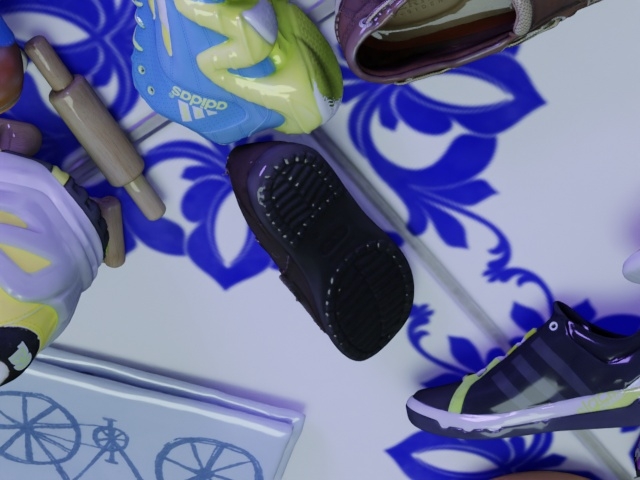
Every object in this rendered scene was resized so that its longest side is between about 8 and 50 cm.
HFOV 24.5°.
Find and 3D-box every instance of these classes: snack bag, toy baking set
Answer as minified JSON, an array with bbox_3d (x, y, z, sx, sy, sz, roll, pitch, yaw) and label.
[{"bbox_3d":[-0.203,0.233,1.278,0.323,0.037,0.343,14,126,-4],"label":"snack bag"},{"bbox_3d":[-0.236,-0.064,1.061,0.196,0.030,0.256,-17,123,18],"label":"toy baking set"}]

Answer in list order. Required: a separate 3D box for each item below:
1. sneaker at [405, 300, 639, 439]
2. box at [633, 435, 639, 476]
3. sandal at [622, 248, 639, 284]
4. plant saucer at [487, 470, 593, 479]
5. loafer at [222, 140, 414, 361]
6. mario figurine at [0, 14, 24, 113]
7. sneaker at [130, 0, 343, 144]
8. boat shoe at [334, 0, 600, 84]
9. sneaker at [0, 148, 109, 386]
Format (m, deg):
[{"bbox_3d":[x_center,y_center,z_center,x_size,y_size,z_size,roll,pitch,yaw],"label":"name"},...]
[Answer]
[{"bbox_3d":[0.176,0.095,1.125,0.234,0.084,0.097,-8,87,23],"label":"sneaker"},{"bbox_3d":[0.317,0.125,1.147,0.116,0.029,0.162,6,125,1],"label":"box"},{"bbox_3d":[0.319,-0.039,0.993,0.102,0.076,0.265,20,142,-36],"label":"sandal"},{"bbox_3d":[0.188,0.264,1.260,0.200,0.037,0.200,3,128,4],"label":"plant saucer"},{"bbox_3d":[0.000,0.000,1.068,0.080,0.078,0.220,-40,132,-13],"label":"loafer"},{"bbox_3d":[-0.295,-0.197,0.866,0.198,0.170,0.320,-28,129,-13],"label":"mario figurine"},{"bbox_3d":[-0.093,-0.147,0.947,0.126,0.091,0.240,-24,120,25],"label":"sneaker"},{"bbox_3d":[0.129,-0.160,0.910,0.257,0.095,0.095,-23,121,21],"label":"boat shoe"},{"bbox_3d":[-0.349,0.000,1.025,0.384,0.147,0.145,7,140,13],"label":"sneaker"}]
